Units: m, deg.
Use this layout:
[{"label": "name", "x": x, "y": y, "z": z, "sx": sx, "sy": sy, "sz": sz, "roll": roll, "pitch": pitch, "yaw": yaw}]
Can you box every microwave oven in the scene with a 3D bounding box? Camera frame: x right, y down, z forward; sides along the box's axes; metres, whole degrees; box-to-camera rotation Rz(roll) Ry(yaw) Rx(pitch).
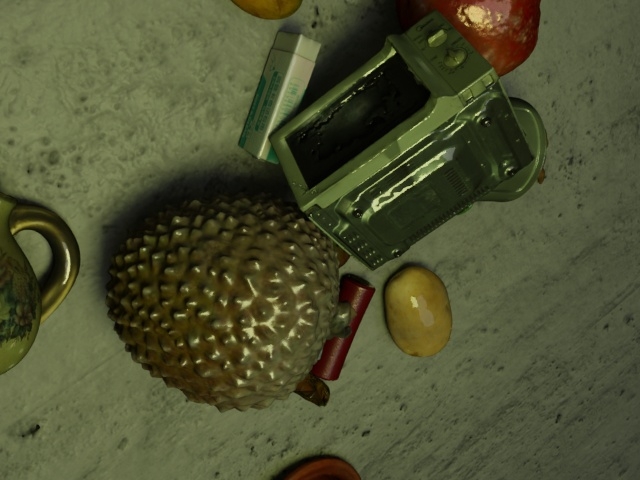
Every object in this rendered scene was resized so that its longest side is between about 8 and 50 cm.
[{"label": "microwave oven", "x": 0.145, "y": -0.147, "z": 1.011, "sx": 0.354, "sy": 0.219, "sz": 0.286, "roll": -35, "pitch": 138, "yaw": 12}]

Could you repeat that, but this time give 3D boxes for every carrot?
[{"label": "carrot", "x": -0.060, "y": 0.310, "z": 1.339, "sx": 0.228, "sy": 0.069, "sz": 0.069, "roll": 39, "pitch": 88, "yaw": -36}]

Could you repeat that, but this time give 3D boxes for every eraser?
[{"label": "eraser", "x": -0.076, "y": -0.256, "z": 1.069, "sx": 0.052, "sy": 0.095, "sz": 0.225, "roll": 14, "pitch": 103, "yaw": -34}]

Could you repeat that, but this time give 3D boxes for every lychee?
[{"label": "lychee", "x": -0.150, "y": 0.103, "z": 1.016, "sx": 0.431, "sy": 0.380, "sz": 0.381, "roll": 10, "pitch": 106, "yaw": -6}]

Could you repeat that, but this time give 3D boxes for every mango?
[{"label": "mango", "x": -0.106, "y": -0.431, "z": 0.987, "sx": 0.115, "sy": 0.089, "sz": 0.165, "roll": -50, "pitch": 133, "yaw": -7}]

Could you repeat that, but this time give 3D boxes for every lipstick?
[{"label": "lipstick", "x": 0.047, "y": 0.198, "z": 1.340, "sx": 0.080, "sy": 0.080, "sz": 0.241, "roll": 16, "pitch": 101, "yaw": -34}]

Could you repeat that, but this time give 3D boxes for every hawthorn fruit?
[{"label": "hawthorn fruit", "x": 0.276, "y": -0.443, "z": 1.101, "sx": 0.284, "sy": 0.284, "sz": 0.285, "roll": -12, "pitch": 115, "yaw": -26}]

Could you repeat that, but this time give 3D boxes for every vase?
[{"label": "vase", "x": -0.510, "y": 0.040, "z": 0.891, "sx": 0.329, "sy": 0.240, "sz": 0.303, "roll": -7, "pitch": 102, "yaw": -58}]

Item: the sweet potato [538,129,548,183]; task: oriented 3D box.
[{"label": "sweet potato", "x": 0.527, "y": -0.220, "z": 1.462, "sx": 0.068, "sy": 0.068, "sz": 0.226, "roll": -43, "pitch": 143, "yaw": -8}]

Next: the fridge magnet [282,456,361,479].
[{"label": "fridge magnet", "x": -0.016, "y": 0.716, "z": 1.459, "sx": 0.363, "sy": 0.155, "sz": 0.364, "roll": -9, "pitch": 104, "yaw": -39}]

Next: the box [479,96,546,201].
[{"label": "box", "x": 0.336, "y": -0.194, "z": 1.254, "sx": 0.149, "sy": 0.226, "sz": 0.226, "roll": -2, "pitch": 111, "yaw": -29}]

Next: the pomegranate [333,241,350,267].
[{"label": "pomegranate", "x": 0.004, "y": 0.006, "z": 1.216, "sx": 0.130, "sy": 0.130, "sz": 0.130, "roll": -12, "pitch": 115, "yaw": -26}]

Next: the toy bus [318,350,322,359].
[{"label": "toy bus", "x": -0.016, "y": 0.173, "z": 1.295, "sx": 0.064, "sy": 0.075, "sz": 0.191, "roll": 2, "pitch": 108, "yaw": -32}]

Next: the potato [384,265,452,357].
[{"label": "potato", "x": 0.237, "y": 0.170, "z": 1.412, "sx": 0.150, "sy": 0.146, "sz": 0.234, "roll": -44, "pitch": 131, "yaw": -45}]

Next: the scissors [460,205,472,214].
[{"label": "scissors", "x": 0.395, "y": -0.122, "z": 1.440, "sx": 0.204, "sy": 0.027, "sz": 0.101, "roll": -10, "pitch": 116, "yaw": -25}]
